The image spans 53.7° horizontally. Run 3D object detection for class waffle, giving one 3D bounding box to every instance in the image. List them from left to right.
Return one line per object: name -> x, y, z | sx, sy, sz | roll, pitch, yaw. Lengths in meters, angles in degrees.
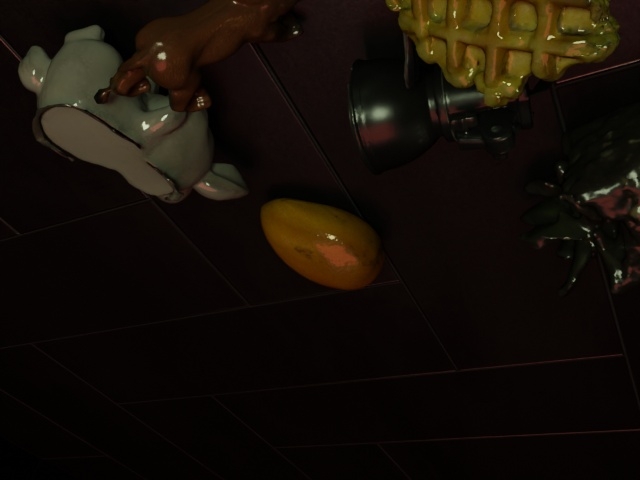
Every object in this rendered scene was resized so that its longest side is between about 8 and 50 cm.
waffle -> 0.145, -0.256, 0.511 | 0.291, 0.051, 0.291 | 25, 127, 37

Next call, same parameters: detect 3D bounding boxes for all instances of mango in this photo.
mango -> 0.000, 0.000, 1.028 | 0.219, 0.112, 0.144 | 28, 139, -2

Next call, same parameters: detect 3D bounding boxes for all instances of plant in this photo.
plant -> 0.381, -0.058, 0.805 | 0.188, 0.198, 0.276 | 35, 132, -17

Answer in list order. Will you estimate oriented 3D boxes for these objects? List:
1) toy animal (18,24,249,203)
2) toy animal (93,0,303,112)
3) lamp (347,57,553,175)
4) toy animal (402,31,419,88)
toy animal -> -0.249, -0.143, 0.880 | 0.209, 0.154, 0.325 | -2, 144, 26
toy animal -> -0.117, -0.240, 0.698 | 0.097, 0.312, 0.157 | 52, 172, 5
lamp -> 0.162, -0.160, 0.745 | 0.228, 0.172, 0.147 | -6, 136, 23
toy animal -> 0.165, -0.330, 0.580 | 0.284, 0.225, 0.302 | -13, 113, 28
